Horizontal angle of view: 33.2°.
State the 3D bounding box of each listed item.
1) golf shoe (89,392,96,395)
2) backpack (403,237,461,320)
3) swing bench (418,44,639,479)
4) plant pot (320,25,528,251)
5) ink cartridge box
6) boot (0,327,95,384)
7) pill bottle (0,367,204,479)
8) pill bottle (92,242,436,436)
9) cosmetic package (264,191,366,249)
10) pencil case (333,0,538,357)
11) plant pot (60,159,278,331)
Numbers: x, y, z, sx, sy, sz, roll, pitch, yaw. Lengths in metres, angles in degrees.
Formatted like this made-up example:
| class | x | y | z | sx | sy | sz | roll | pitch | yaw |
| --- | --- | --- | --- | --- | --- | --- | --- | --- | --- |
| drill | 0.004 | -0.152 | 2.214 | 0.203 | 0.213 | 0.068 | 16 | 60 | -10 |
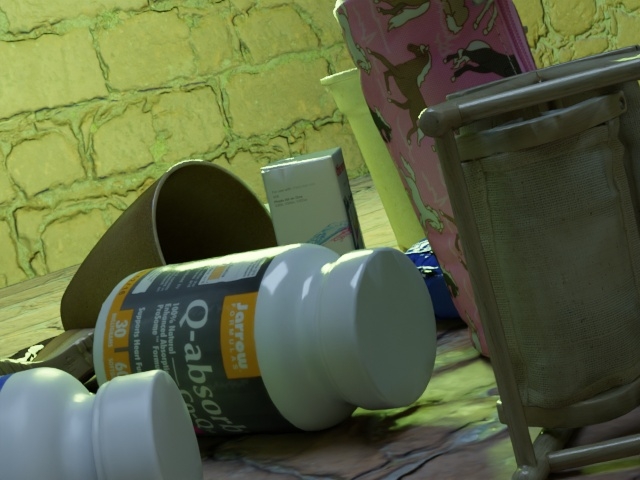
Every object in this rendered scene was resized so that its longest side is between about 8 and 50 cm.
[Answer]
| class | x | y | z | sx | sy | sz | roll | pitch | yaw |
| --- | --- | --- | --- | --- | --- | --- | --- | --- | --- |
| golf shoe | -0.297 | 0.189 | 1.046 | 0.176 | 0.069 | 0.086 | -13 | 13 | 20 |
| backpack | 0.138 | 0.040 | 1.191 | 0.101 | 0.098 | 0.120 | -25 | 13 | -40 |
| swing bench | 0.185 | 0.004 | 0.758 | 0.165 | 0.253 | 0.254 | -13 | 7 | 11 |
| plant pot | 0.198 | -0.151 | 1.710 | 0.334 | 0.305 | 0.334 | -14 | 7 | 2 |
| ink cartridge box | 0.000 | 0.000 | 1.311 | 0.093 | 0.212 | 0.154 | -13 | 7 | 7 |
| boot | -0.374 | 0.186 | 1.269 | 0.248 | 0.090 | 0.207 | -28 | 0 | -43 |
| pill bottle | -0.221 | 0.169 | 0.698 | 0.272 | 0.152 | 0.152 | -14 | 7 | 5 |
| pill bottle | -0.051 | 0.088 | 0.942 | 0.278 | 0.162 | 0.162 | -10 | 8 | 34 |
| cosmetic package | -0.088 | 0.025 | 1.589 | 0.224 | 0.138 | 0.225 | -7 | 11 | 45 |
| pencil case | 0.152 | -0.081 | 0.991 | 0.160 | 0.386 | 0.167 | -23 | 6 | -7 |
| plant pot | -0.205 | 0.060 | 1.359 | 0.254 | 0.237 | 0.237 | -28 | -1 | 32 |
